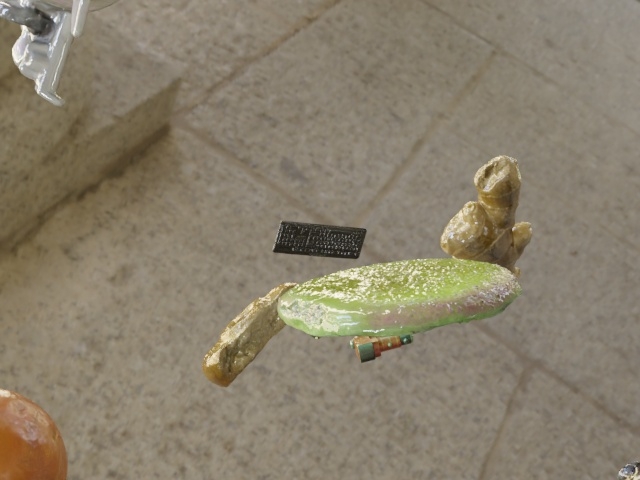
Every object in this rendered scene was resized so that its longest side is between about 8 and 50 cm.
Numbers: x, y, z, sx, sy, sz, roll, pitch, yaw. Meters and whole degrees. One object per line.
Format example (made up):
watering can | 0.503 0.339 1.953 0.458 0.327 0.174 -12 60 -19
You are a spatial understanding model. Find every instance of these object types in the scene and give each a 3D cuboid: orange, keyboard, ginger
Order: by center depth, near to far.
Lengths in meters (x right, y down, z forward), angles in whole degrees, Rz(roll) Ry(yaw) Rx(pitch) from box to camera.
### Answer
orange | -0.495 0.330 1.331 0.283 0.284 0.226 5 53 -28
keyboard | 0.000 0.000 1.432 0.155 0.053 0.010 4 21 -32
ginger | 0.263 0.005 1.488 0.148 0.334 0.081 -41 53 -11

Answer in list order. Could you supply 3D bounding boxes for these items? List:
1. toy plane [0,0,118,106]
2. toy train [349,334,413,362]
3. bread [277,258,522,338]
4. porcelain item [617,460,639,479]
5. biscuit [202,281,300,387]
toy plane | -0.191 -0.235 0.784 0.118 0.252 0.252 16 39 -30
toy train | 0.100 0.157 1.512 0.103 0.044 0.064 -13 15 -8
bread | 0.098 0.060 1.149 0.301 0.045 0.301 -6 9 1
porcelain item | 0.342 0.158 0.698 0.186 0.288 0.138 17 39 -23
biscuit | -0.148 0.195 2.005 0.091 0.213 0.274 45 61 -4
